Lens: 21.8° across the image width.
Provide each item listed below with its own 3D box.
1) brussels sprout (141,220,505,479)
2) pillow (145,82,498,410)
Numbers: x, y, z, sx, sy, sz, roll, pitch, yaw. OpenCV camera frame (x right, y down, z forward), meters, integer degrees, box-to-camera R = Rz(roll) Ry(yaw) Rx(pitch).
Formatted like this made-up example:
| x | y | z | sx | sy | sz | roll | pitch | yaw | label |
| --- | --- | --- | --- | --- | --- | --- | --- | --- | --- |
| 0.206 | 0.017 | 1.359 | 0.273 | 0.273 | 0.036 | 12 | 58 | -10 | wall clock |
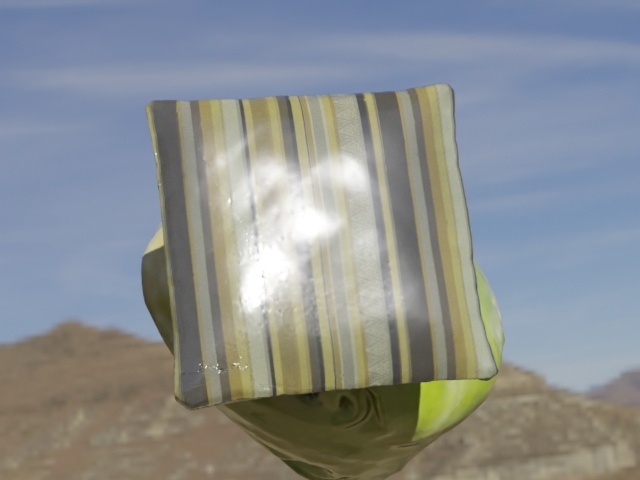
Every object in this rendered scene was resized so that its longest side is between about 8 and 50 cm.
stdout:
| x | y | z | sx | sy | sz | roll | pitch | yaw | label |
| --- | --- | --- | --- | --- | --- | --- | --- | --- | --- |
| 0.009 | 0.057 | 1.367 | 0.247 | 0.328 | 0.328 | -53 | -24 | 13 | brussels sprout |
| 0.000 | 0.000 | 1.094 | 0.212 | 0.208 | 0.052 | -5 | -15 | -8 | pillow |
